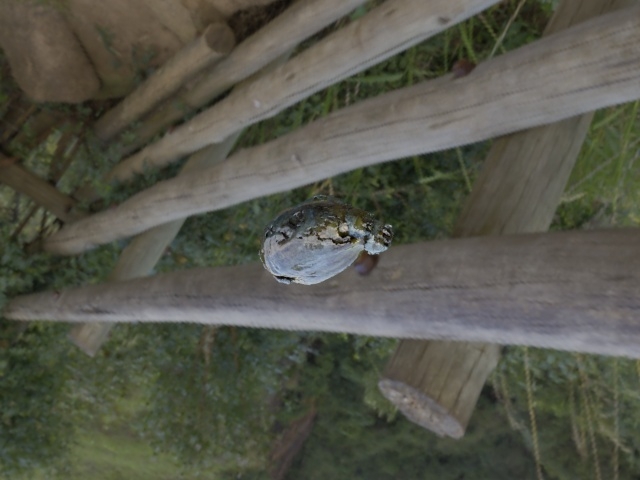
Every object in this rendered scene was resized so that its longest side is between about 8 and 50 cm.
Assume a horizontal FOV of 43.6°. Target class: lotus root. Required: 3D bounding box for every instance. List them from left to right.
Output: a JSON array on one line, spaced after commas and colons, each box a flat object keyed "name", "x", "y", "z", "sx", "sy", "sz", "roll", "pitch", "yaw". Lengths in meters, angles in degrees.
[{"name": "lotus root", "x": -0.001, "y": -0.003, "z": 0.805, "sx": 0.088, "sy": 0.088, "sz": 0.165, "roll": 40, "pitch": 145, "yaw": -29}]
